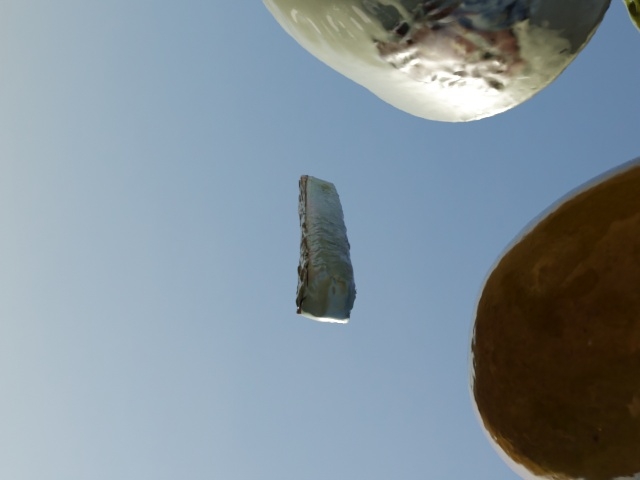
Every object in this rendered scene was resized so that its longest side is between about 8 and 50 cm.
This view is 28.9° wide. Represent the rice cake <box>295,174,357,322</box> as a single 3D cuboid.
[{"bbox_3d":[0.001,0.000,0.784,0.207,0.033,0.033,-95,-163,-71],"label":"rice cake"}]

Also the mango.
[{"bbox_3d":[0.227,0.048,0.772,0.317,0.173,0.211,-32,-118,39],"label":"mango"}]

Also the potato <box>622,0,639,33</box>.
[{"bbox_3d":[0.459,-0.292,1.395,0.186,0.253,0.148,-70,163,-51],"label":"potato"}]

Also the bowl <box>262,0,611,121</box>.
[{"bbox_3d":[0.029,-0.238,0.799,0.337,0.157,0.337,15,-71,49],"label":"bowl"}]
